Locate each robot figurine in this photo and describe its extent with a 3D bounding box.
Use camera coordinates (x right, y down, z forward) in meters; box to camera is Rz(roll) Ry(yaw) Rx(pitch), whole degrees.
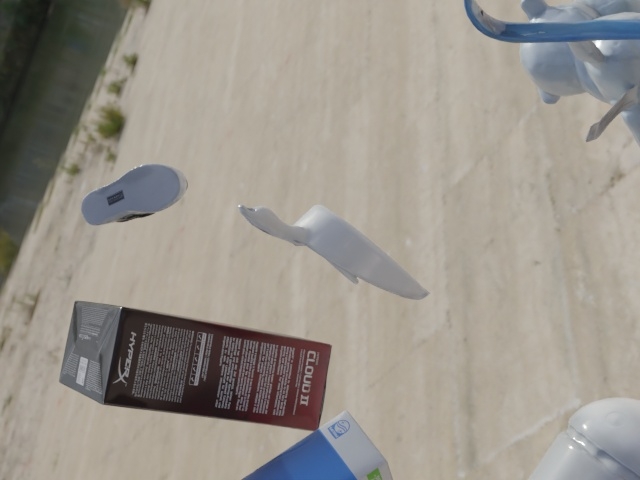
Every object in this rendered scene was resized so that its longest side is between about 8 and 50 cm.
[{"bbox_3d":[0.354,0.345,1.211,0.353,0.200,0.300,-56,19,3],"label":"robot figurine"}]

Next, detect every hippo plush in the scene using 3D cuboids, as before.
[{"bbox_3d":[0.356,-0.196,1.164,0.236,0.294,0.234,24,137,61],"label":"hippo plush"}]

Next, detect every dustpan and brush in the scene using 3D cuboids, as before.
[{"bbox_3d":[0.000,0.000,0.962,0.060,0.211,0.147,-52,43,-2],"label":"dustpan and brush"}]

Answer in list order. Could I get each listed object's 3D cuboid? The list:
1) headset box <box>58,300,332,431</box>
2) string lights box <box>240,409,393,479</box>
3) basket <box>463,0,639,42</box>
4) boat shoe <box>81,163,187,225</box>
[{"bbox_3d":[-0.142,0.152,1.174,0.218,0.293,0.110,-3,76,63],"label":"headset box"},{"bbox_3d":[-0.051,0.291,0.936,0.260,0.133,0.077,-32,48,-12],"label":"string lights box"},{"bbox_3d":[0.228,-0.222,0.521,0.201,0.289,0.254,-69,-18,-47],"label":"basket"},{"bbox_3d":[-0.182,-0.046,0.974,0.142,0.040,0.049,-13,86,35],"label":"boat shoe"}]
